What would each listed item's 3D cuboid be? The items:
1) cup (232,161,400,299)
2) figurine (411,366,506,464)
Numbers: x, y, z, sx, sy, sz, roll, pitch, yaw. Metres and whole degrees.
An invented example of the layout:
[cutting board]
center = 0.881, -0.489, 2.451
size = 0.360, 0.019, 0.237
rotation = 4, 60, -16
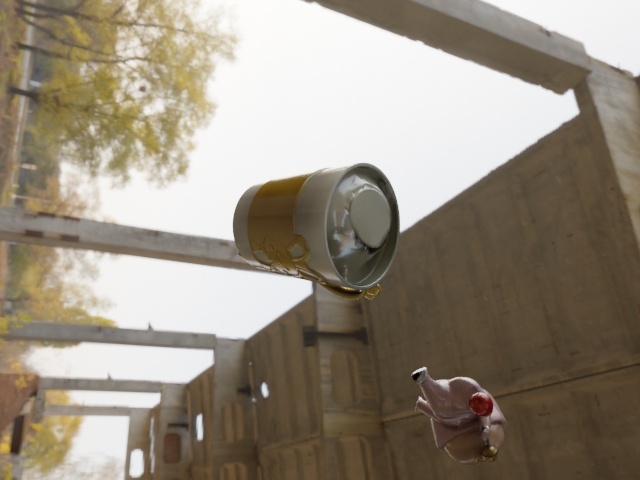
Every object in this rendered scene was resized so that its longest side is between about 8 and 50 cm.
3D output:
[cup]
center = 0.000, 0.000, 0.921
size = 0.226, 0.241, 0.185
rotation = 3, -142, 40
[figurine]
center = 0.281, 0.360, 1.184
size = 0.287, 0.176, 0.186
rotation = 64, 13, -49
